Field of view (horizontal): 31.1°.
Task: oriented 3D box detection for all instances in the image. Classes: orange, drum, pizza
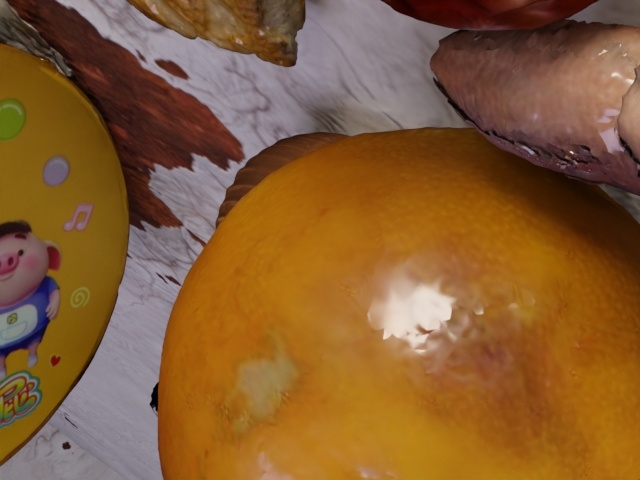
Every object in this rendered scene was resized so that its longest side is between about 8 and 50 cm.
[{"bbox_3d":[0.052,0.076,0.542,0.261,0.261,0.261,33,158,15],"label":"orange"},{"bbox_3d":[-0.379,0.007,0.960,0.214,0.431,0.431,24,154,36],"label":"drum"},{"bbox_3d":[-0.058,-0.158,0.599,0.182,0.062,0.161,-7,123,56],"label":"pizza"}]

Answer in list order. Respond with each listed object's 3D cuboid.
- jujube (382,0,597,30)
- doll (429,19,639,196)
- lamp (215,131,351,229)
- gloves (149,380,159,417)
[{"bbox_3d":[0.036,-0.156,0.325,0.155,0.155,0.230,22,159,38],"label":"jujube"},{"bbox_3d":[0.167,0.009,0.383,0.303,0.156,0.201,19,-169,40],"label":"doll"},{"bbox_3d":[0.000,0.000,0.714,0.136,0.136,0.136,33,158,15],"label":"lamp"},{"bbox_3d":[-0.050,0.275,1.309,0.356,0.155,0.203,42,163,-15],"label":"gloves"}]
